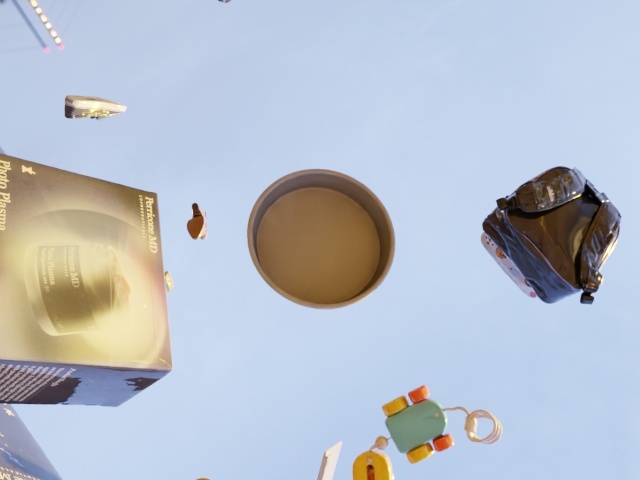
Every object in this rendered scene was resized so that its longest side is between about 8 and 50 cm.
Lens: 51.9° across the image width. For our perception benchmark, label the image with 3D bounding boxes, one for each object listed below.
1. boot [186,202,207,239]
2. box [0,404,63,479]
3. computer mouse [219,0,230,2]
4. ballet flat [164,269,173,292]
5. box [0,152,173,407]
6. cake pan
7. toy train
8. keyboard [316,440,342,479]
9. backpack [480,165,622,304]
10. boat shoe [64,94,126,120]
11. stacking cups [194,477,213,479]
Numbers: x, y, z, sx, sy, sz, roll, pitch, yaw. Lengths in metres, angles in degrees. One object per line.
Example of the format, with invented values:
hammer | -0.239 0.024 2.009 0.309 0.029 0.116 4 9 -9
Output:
boot | -0.288 -0.029 1.564 0.042 0.087 0.118 -6 -125 1
box | -0.733 0.379 1.063 0.472 0.480 0.297 25 -103 45
computer mouse | -0.055 -0.340 0.669 0.071 0.041 0.242 -54 179 -42
ballet flat | -0.473 0.119 1.863 0.073 0.067 0.206 -34 -162 -25
box | -0.381 0.060 0.908 0.183 0.294 0.296 -34 -124 37
cake pan | 0.000 0.000 1.296 0.293 0.293 0.054 -41 171 -22
toy train | 0.091 0.214 0.589 0.125 0.046 0.166 22 -90 16
keyboard | -0.006 0.512 1.262 0.014 0.256 0.072 18 -170 20
backpack | 0.499 -0.020 1.406 0.263 0.276 0.213 -37 179 -25
boat shoe | -0.435 -0.252 1.265 0.049 0.040 0.142 26 -162 24
stacking cups | -0.322 0.689 1.498 0.096 0.096 0.316 -12 -160 22
